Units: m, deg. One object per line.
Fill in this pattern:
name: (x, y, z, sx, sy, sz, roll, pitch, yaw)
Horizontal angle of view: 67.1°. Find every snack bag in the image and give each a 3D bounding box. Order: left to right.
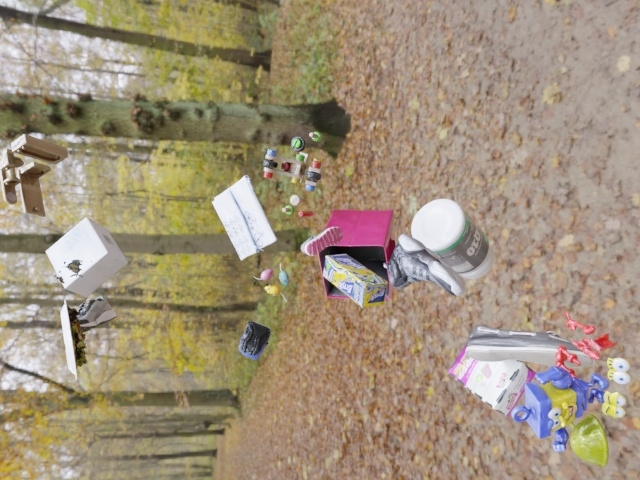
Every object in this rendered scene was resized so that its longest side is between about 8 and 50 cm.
snack bag: (-0.342, -0.090, 2.153, 0.342, 0.037, 0.323, -21, 94, 51)

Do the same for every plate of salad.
plate of salad: (-0.606, 0.242, 1.192, 0.200, 0.048, 0.200, 22, 115, 58)

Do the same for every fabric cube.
fabric cube: (0.155, 0.050, 1.876, 0.258, 0.259, 0.254, -66, -29, -53)

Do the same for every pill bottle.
pill bottle: (0.512, 0.008, 1.823, 0.204, 0.361, 0.204, -19, 56, 32)

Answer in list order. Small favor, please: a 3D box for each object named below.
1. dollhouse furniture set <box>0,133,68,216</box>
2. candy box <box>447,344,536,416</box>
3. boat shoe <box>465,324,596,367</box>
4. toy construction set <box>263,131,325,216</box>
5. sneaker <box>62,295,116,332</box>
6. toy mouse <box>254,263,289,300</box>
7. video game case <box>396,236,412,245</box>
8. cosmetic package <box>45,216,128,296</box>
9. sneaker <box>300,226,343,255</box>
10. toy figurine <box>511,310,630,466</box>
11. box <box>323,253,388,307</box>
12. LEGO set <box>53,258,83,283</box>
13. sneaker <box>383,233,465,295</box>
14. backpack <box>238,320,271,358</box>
dollhouse furniture set: (-0.705, -0.154, 1.191, 0.144, 0.151, 0.123, 18, -129, -66)
candy box: (0.517, 0.405, 1.477, 0.159, 0.071, 0.233, -56, 21, -1)
boat shoe: (0.545, 0.270, 1.285, 0.335, 0.112, 0.096, -9, 50, 44)
toy construction set: (-0.065, -0.244, 1.931, 0.237, 0.257, 0.309, -8, -91, -66)
sneaker: (-0.835, 0.268, 1.720, 0.271, 0.100, 0.108, -68, -43, -84)
toy mouse: (-0.180, 0.147, 1.940, 0.031, 0.161, 0.143, 115, 179, -62)
video game case: (0.325, 0.081, 2.022, 0.023, 0.212, 0.193, 59, -169, -30)
cosmetic package: (-0.968, 0.069, 1.998, 0.224, 0.224, 0.138, 47, 178, 26)
sneaker: (0.000, 0.000, 1.605, 0.074, 0.170, 0.063, 0, 116, 52)
toy figurine: (0.513, 0.364, 1.081, 0.191, 0.217, 0.363, -124, 20, -61)
box: (0.073, 0.084, 1.058, 0.169, 0.059, 0.054, 35, 123, 54)
LEGO set: (-0.607, 0.070, 1.173, 0.023, 0.083, 0.054, -101, -8, -63)
sneaker: (0.312, 0.111, 1.493, 0.268, 0.101, 0.153, 46, 111, 33)
backpack: (-0.244, 0.381, 1.803, 0.101, 0.098, 0.120, 89, -159, -59)
